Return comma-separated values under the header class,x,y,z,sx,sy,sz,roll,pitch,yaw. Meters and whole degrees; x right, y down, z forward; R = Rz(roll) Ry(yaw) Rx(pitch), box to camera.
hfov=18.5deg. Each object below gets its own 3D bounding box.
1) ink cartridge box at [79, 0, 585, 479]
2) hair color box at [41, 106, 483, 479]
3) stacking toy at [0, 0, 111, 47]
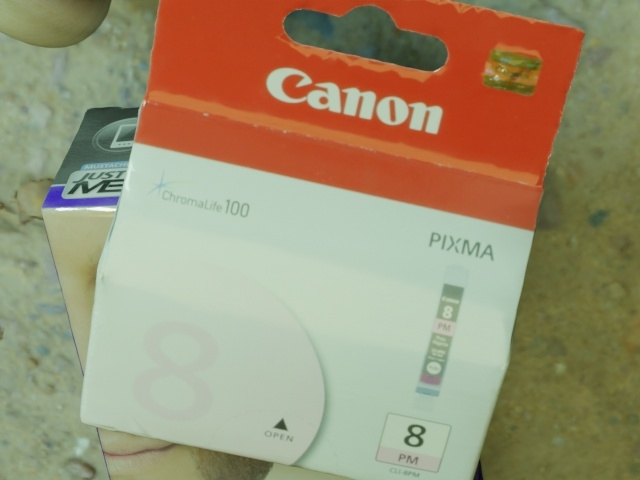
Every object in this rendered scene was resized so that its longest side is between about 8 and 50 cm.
class,x,y,z,sx,sy,sz,roll,pitch,yaw
ink cartridge box,0.000,0.000,0.877,0.189,0.066,0.232,12,128,0
hair color box,-0.015,0.094,1.037,0.185,0.110,0.339,-3,122,11
stacking toy,-0.033,-0.226,0.821,0.330,0.141,0.141,-35,112,20
